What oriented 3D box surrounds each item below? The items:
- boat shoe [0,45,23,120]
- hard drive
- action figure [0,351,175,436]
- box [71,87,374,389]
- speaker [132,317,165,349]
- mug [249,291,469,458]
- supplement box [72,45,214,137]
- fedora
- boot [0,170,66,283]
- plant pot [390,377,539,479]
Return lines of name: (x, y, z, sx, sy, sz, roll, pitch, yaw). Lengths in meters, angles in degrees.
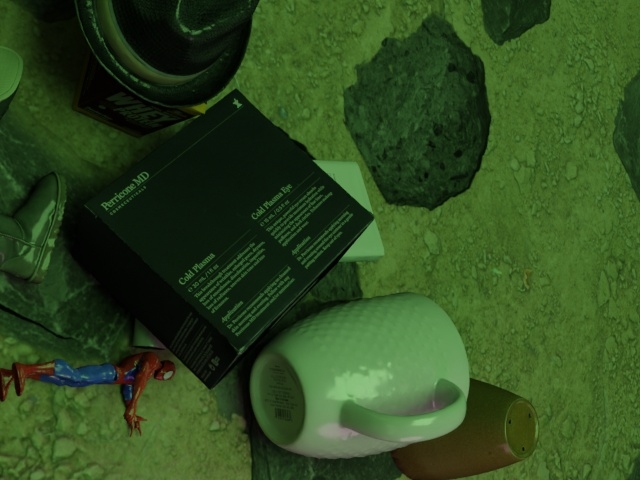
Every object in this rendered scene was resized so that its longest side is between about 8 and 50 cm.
boat shoe: (-0.498, -0.190, 1.325, 0.084, 0.079, 0.233, 23, 52, -16)
hard drive: (-0.041, -0.054, 1.675, 0.307, 0.040, 0.203, -1, 65, -32)
action figure: (-0.335, 0.240, 1.394, 0.280, 0.091, 0.139, -3, 79, -43)
box: (-0.151, -0.008, 1.447, 0.312, 0.179, 0.343, 44, 57, 4)
speaker: (-0.272, 0.110, 1.496, 0.055, 0.055, 0.136, 14, 74, -41)
mug: (0.083, 0.257, 1.597, 0.328, 0.374, 0.276, -7, 105, -38)
supplement box: (-0.273, -0.289, 1.462, 0.129, 0.194, 0.191, 23, 68, -39)
fedora: (-0.187, -0.363, 1.316, 0.334, 0.152, 0.334, 9, 77, -40)
boot: (-0.482, -0.039, 1.321, 0.208, 0.076, 0.190, 20, 68, -33)
plant pot: (0.307, 0.379, 1.869, 0.237, 0.254, 0.237, 8, 78, -44)
